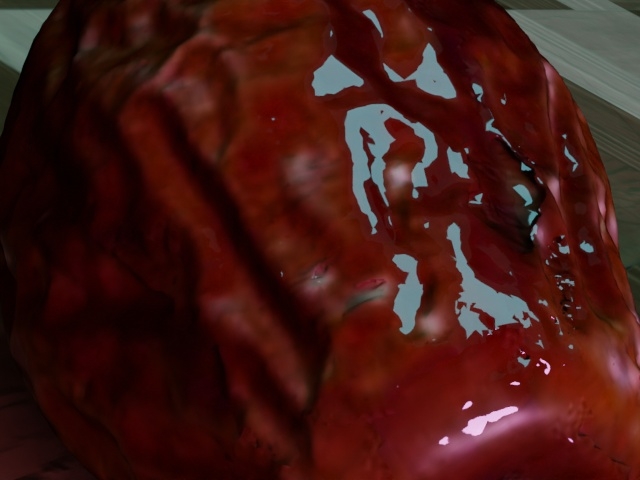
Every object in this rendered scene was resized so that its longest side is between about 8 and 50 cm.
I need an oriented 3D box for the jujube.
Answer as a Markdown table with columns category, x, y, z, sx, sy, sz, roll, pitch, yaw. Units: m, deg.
| category | x | y | z | sx | sy | sz | roll | pitch | yaw |
| --- | --- | --- | --- | --- | --- | --- | --- | --- | --- |
| jujube | 0.000 | 0.000 | 0.548 | 0.197 | 0.197 | 0.290 | 14 | 28 | -29 |
